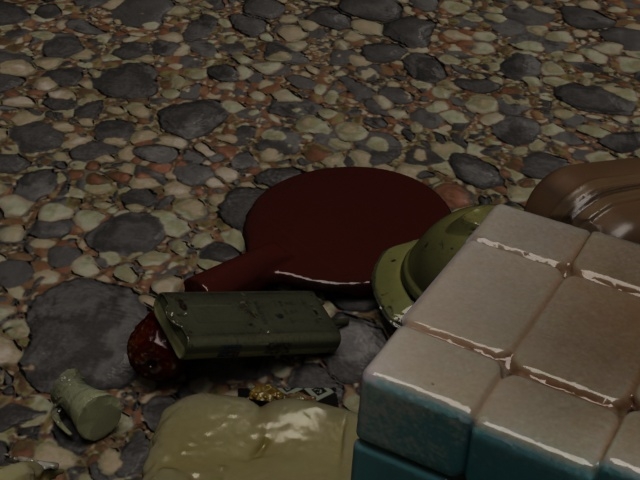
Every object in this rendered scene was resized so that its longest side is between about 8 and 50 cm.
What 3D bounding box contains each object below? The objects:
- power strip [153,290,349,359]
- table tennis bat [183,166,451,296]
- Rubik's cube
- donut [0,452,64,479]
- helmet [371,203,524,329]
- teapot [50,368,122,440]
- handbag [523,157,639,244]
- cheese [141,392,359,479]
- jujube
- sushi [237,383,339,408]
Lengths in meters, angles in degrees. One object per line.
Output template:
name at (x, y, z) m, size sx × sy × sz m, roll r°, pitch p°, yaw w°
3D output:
power strip at (-0.070, 0.097, 1.477) m, size 0.268 × 0.034 × 0.092 m, roll 1°, pitch 39°, yaw -37°
table tennis bat at (0.000, 0.000, 1.666) m, size 0.414 × 0.051 × 0.268 m, roll -25°, pitch 45°, yaw -35°
Rubik's cube at (0.230, 0.204, 1.159) m, size 0.315 × 0.322 × 0.319 m, roll 20°, pitch 38°, yaw 21°
donut at (-0.236, 0.362, 1.054) m, size 0.371 × 0.150 × 0.307 m, roll 25°, pitch 42°, yaw 28°
helmet at (0.201, 0.021, 1.542) m, size 0.257 × 0.137 × 0.204 m, roll 4°, pitch 42°, yaw -8°
teapot at (-0.269, 0.183, 1.393) m, size 0.067 × 0.057 × 0.083 m, roll -47°, pitch 46°, yaw -12°
handbag at (0.338, 0.051, 1.408) m, size 0.283 × 0.302 × 0.149 m, roll -16°, pitch 41°, yaw -33°
cheese at (-0.050, 0.241, 1.288) m, size 0.262 × 0.093 × 0.159 m, roll 5°, pitch 39°, yaw 1°
jujube at (-0.179, 0.112, 1.474) m, size 0.077 × 0.077 × 0.129 m, roll 12°, pitch 36°, yaw 13°
sushi at (-0.034, 0.199, 1.402) m, size 0.120 × 0.026 × 0.126 m, roll 0°, pitch 36°, yaw -4°
